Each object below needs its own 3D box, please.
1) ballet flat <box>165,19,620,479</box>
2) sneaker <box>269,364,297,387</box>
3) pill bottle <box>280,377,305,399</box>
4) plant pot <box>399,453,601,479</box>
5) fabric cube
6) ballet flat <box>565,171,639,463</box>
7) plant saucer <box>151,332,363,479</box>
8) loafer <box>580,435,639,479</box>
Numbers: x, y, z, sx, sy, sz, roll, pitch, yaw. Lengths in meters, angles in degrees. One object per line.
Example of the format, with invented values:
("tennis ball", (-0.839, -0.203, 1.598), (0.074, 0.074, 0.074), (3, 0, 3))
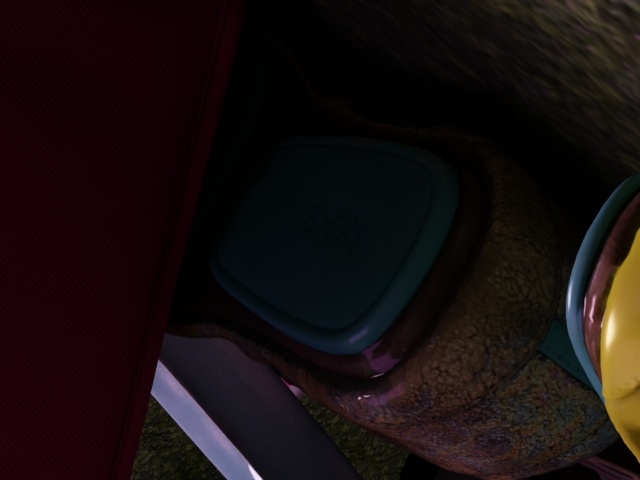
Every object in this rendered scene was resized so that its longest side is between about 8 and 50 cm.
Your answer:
("ballet flat", (0.000, 0.000, 0.695), (0.123, 0.123, 0.348), (42, 174, -27))
("sneaker", (0.033, 0.039, 0.905), (0.121, 0.099, 0.262), (34, 175, 24))
("pill bottle", (-0.122, -0.007, 1.316), (0.283, 0.160, 0.160), (43, 175, -23))
("plant pot", (0.138, 0.196, 1.047), (0.230, 0.215, 0.215), (59, 167, -27))
("fabric cube", (-0.214, -0.015, 0.686), (0.258, 0.254, 0.259), (6, -162, -30))
("ballet flat", (0.121, 0.055, 0.475), (0.077, 0.077, 0.231), (19, 164, 27))
("plant saucer", (-0.058, 0.079, 1.034), (0.317, 0.044, 0.317), (46, 170, 10))
("loafer", (0.134, 0.089, 0.925), (0.125, 0.045, 0.039), (35, 161, -19))
